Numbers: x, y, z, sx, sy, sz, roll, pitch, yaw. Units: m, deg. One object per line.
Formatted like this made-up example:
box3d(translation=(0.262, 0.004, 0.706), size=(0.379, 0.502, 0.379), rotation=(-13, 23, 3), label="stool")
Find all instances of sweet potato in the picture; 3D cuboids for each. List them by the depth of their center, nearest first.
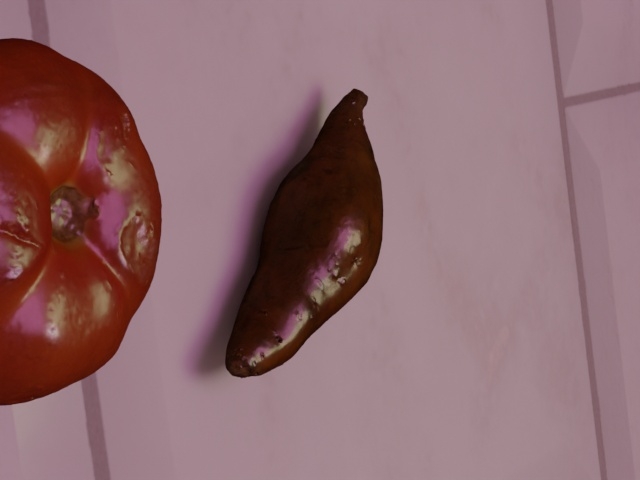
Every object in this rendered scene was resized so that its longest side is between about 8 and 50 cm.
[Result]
box3d(translation=(0.002, -0.003, 1.817), size=(0.112, 0.112, 0.359), rotation=(55, 40, -41), label="sweet potato")

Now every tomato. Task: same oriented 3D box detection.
box3d(translation=(-0.230, -0.012, 1.356), size=(0.260, 0.180, 0.260), rotation=(19, 68, -58), label="tomato")
